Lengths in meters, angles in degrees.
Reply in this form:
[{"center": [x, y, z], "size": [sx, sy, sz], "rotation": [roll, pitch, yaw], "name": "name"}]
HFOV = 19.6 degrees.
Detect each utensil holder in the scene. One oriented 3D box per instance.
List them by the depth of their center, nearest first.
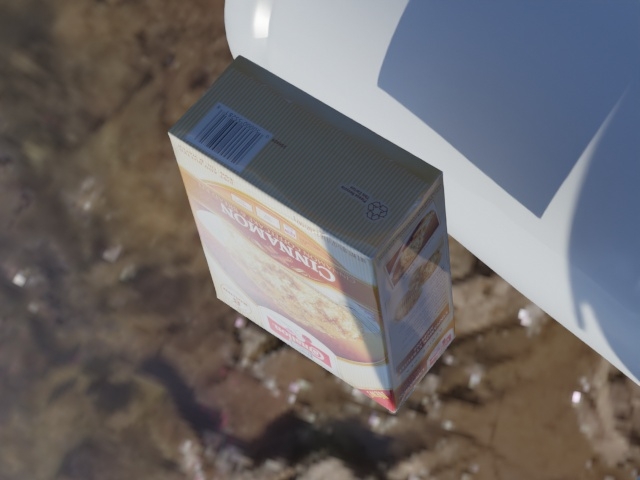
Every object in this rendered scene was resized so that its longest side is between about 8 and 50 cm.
[{"center": [0.184, -0.127, 1.239], "size": [0.385, 0.328, 0.327], "rotation": [40, 136, 22], "name": "utensil holder"}]

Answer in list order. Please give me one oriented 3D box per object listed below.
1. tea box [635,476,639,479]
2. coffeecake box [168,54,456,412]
[{"center": [0.295, 0.257, 0.847], "size": [0.220, 0.323, 0.329], "rotation": [-46, 146, 11], "name": "tea box"}, {"center": [0.000, 0.000, 1.067], "size": [0.142, 0.068, 0.185], "rotation": [31, 157, 23], "name": "coffeecake box"}]
